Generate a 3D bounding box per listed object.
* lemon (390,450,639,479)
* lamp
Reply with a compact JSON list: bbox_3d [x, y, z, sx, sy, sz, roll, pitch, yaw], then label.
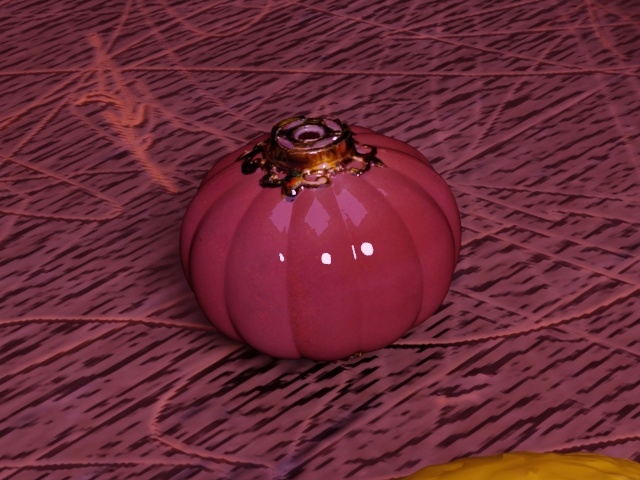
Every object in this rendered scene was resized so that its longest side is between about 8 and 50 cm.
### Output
[{"bbox_3d":[0.051,0.136,0.375,0.178,0.178,0.203,-21,44,-28],"label":"lemon"},{"bbox_3d":[0.000,0.000,0.721,0.107,0.092,0.107,-3,30,2],"label":"lamp"}]
